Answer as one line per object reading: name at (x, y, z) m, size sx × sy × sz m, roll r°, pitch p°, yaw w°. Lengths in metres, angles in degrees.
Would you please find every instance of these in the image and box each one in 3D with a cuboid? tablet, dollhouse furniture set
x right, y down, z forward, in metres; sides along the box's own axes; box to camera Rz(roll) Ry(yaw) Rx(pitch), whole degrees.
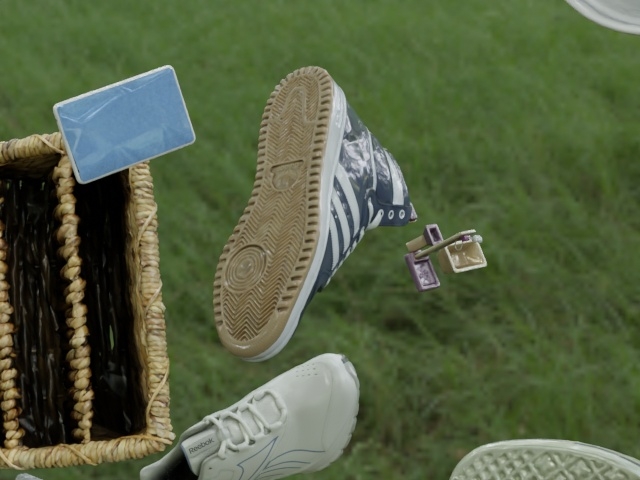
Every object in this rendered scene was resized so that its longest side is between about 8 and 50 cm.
tablet at (-0.125, -0.074, 0.920) m, size 0.083 × 0.054 × 0.006 m, roll -22°, pitch 16°, yaw -20°
dollhouse furniture set at (0.144, -0.010, 1.465) m, size 0.081 × 0.091 × 0.114 m, roll -28°, pitch -12°, yaw 37°

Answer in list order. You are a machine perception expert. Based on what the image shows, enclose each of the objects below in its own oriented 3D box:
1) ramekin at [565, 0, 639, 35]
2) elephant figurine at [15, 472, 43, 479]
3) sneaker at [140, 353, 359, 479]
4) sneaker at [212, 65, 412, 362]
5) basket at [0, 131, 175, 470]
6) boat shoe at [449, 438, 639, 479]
ramekin at (0.273, -0.259, 1.087) m, size 0.207 × 0.207 × 0.109 m, roll 11°, pitch 14°, yaw 34°
elephant figurine at (-0.289, 0.419, 1.658) m, size 0.169 × 0.239 × 0.186 m, roll 29°, pitch -15°, yaw -33°
sneaker at (-0.077, 0.226, 1.605) m, size 0.129 × 0.297 × 0.111 m, roll 19°, pitch 36°, yaw -50°
sneaker at (0.000, 0.000, 1.283) m, size 0.099 × 0.282 × 0.153 m, roll -6°, pitch -32°, yaw 32°
basket at (-0.261, 0.058, 1.323) m, size 0.213 × 0.299 × 0.223 m, roll -3°, pitch -5°, yaw -14°
boat shoe at (0.380, 0.330, 1.536) m, size 0.500 × 0.187 × 0.156 m, roll 10°, pitch -4°, yaw 11°
